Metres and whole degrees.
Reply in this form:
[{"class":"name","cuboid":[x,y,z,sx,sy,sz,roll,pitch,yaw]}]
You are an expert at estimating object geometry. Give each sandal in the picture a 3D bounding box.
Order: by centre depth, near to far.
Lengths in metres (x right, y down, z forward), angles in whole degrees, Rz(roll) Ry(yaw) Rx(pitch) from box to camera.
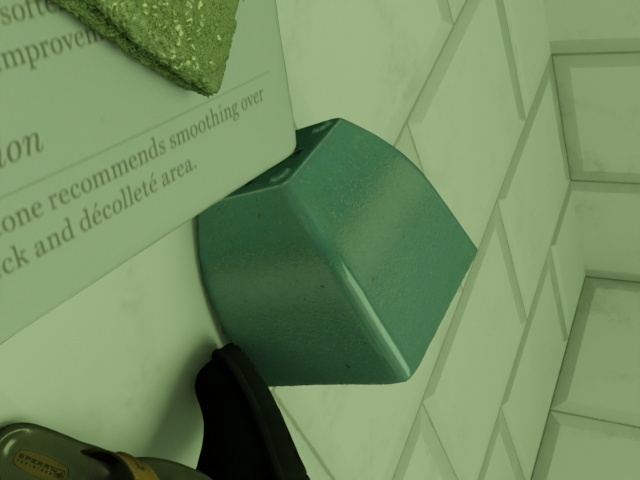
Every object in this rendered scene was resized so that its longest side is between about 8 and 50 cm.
[{"class":"sandal","cuboid":[-0.192,0.218,0.703,0.219,0.060,0.090,27,56,-12]}]

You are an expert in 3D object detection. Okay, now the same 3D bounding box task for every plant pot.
[{"class":"plant pot","cuboid":[0.000,0.000,0.951,0.252,0.248,0.247,59,44,-23]}]

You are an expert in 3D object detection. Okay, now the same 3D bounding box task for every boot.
[{"class":"boot","cuboid":[-0.147,0.273,0.824,0.260,0.348,0.131,-20,130,-11]}]

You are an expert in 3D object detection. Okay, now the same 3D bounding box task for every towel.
[{"class":"towel","cuboid":[-0.077,-0.136,0.341,0.148,0.027,0.110,34,66,-57]}]

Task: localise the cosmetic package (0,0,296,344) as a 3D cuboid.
[{"class":"cosmetic package","cuboid":[-0.249,-0.181,0.389,0.329,0.328,0.393,-40,129,-51]}]
